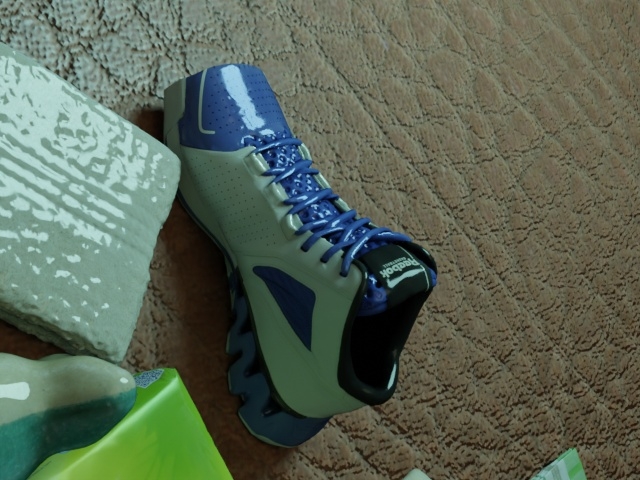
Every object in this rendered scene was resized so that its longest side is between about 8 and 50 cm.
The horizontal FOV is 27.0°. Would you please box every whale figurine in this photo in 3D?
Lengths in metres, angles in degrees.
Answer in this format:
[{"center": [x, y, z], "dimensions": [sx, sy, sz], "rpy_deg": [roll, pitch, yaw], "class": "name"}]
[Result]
[{"center": [-0.240, 0.140, 0.773], "dimensions": [0.272, 0.216, 0.141], "rpy_deg": [-12, 92, -29], "class": "whale figurine"}]

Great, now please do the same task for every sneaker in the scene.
[{"center": [0.000, 0.001, 1.068], "dimensions": [0.127, 0.182, 0.315], "rpy_deg": [-15, 89, -47], "class": "sneaker"}]

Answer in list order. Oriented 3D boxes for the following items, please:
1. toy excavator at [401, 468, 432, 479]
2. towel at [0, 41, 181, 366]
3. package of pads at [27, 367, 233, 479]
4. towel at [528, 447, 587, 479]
[{"center": [-0.116, 0.347, 0.721], "dimensions": [0.222, 0.433, 0.445], "rpy_deg": [42, 32, 9], "class": "toy excavator"}, {"center": [-0.230, -0.041, 0.951], "dimensions": [0.282, 0.049, 0.187], "rpy_deg": [33, 58, -35], "class": "towel"}, {"center": [-0.132, 0.271, 0.917], "dimensions": [0.229, 0.101, 0.296], "rpy_deg": [-37, 104, -45], "class": "package of pads"}, {"center": [0.230, 0.287, 1.329], "dimensions": [0.152, 0.023, 0.113], "rpy_deg": [-25, 98, -48], "class": "towel"}]
